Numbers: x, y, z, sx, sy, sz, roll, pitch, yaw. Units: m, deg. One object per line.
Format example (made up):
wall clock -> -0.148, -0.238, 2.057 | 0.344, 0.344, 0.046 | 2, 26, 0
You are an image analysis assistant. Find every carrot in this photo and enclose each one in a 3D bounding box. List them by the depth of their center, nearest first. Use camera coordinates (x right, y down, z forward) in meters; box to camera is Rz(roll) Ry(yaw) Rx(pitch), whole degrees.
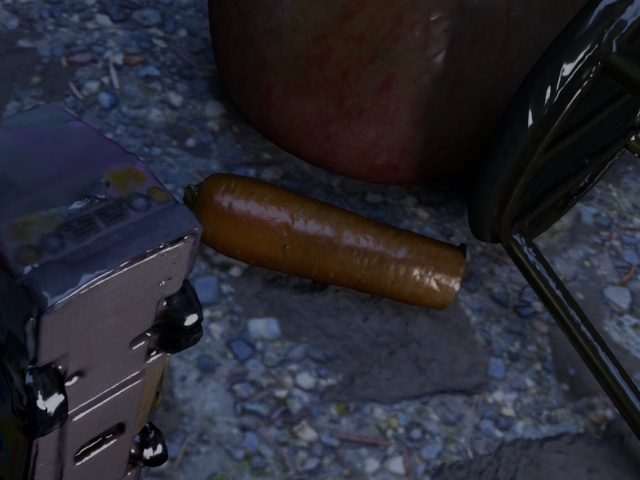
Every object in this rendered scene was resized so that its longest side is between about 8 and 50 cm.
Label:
carrot -> 0.000, 0.000, 0.869 | 0.225, 0.067, 0.067 | 15, 52, -8

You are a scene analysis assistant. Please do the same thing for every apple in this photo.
apple -> 0.080, -0.216, 0.922 | 0.344, 0.269, 0.345 | 9, 53, -13

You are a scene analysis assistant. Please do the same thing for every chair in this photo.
chair -> 0.355, -0.008, 0.816 | 0.410, 0.362, 0.364 | 42, 53, 18

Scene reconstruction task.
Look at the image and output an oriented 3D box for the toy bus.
toy bus -> -0.153, 0.066, 0.610 | 0.112, 0.317, 0.138 | -29, 66, -35
